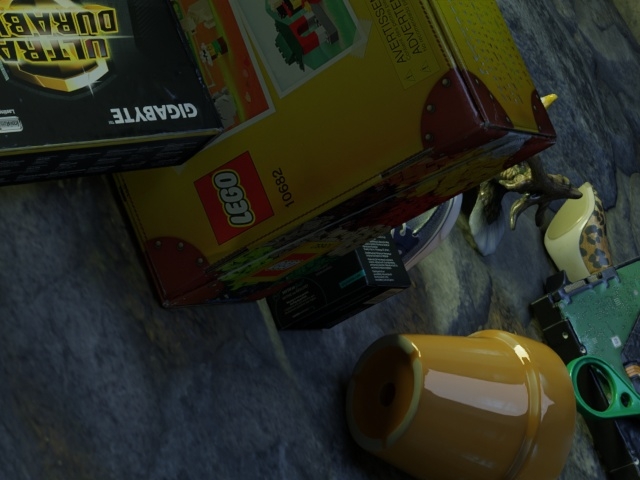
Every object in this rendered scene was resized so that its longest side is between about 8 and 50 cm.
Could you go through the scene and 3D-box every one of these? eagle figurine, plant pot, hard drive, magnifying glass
[{"bbox_3d":[0.245,-0.150,2.255,0.298,0.225,0.226,44,-33,36],"label":"eagle figurine"},{"bbox_3d":[0.138,0.183,1.680,0.188,0.205,0.205,20,46,-34],"label":"plant pot"},{"bbox_3d":[0.473,0.206,2.313,0.237,0.064,0.339,-19,82,-39],"label":"hard drive"},{"bbox_3d":[0.441,0.234,2.225,0.231,0.026,0.092,24,57,-22],"label":"magnifying glass"}]

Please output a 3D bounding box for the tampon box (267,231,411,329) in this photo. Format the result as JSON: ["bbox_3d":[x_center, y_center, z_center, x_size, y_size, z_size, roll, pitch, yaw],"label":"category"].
[{"bbox_3d":[0.000,0.000,1.667,0.101,0.120,0.161,6,60,-60],"label":"tampon box"}]

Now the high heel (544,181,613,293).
[{"bbox_3d":[0.441,0.044,2.469,0.186,0.093,0.261,43,45,-25],"label":"high heel"}]

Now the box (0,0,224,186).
[{"bbox_3d":[-0.260,-0.179,1.327,0.322,0.079,0.257,-9,70,-47],"label":"box"}]

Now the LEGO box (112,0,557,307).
[{"bbox_3d":[-0.055,-0.237,1.512,0.193,0.372,0.500,-1,66,-62],"label":"LEGO box"}]

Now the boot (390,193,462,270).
[{"bbox_3d":[0.074,-0.005,1.740,0.086,0.190,0.069,27,18,-48],"label":"boot"}]
